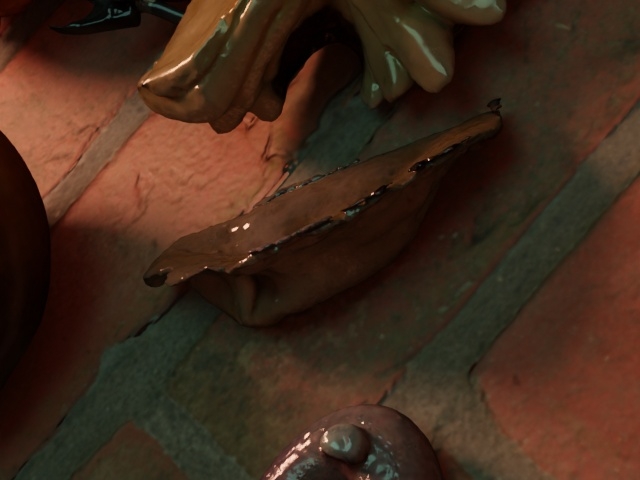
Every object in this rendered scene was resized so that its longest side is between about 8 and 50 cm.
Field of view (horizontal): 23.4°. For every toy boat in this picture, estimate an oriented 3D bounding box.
[{"bbox_3d":[-0.003,0.215,1.072,0.155,0.085,0.227,20,74,42],"label":"toy boat"}]

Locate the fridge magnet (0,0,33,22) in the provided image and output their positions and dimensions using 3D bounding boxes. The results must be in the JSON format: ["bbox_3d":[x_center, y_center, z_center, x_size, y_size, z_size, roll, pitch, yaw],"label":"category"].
[{"bbox_3d":[-0.306,-0.368,1.565,0.363,0.155,0.363,-46,25,29],"label":"fridge magnet"}]

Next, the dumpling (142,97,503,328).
[{"bbox_3d":[0.002,0.002,1.209,0.332,0.086,0.166,-26,17,18],"label":"dumpling"}]

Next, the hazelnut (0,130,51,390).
[{"bbox_3d":[-0.414,0.025,1.345,0.372,0.315,0.372,0,90,25],"label":"hazelnut"}]

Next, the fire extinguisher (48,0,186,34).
[{"bbox_3d":[-0.102,-0.339,1.486,0.200,0.113,0.376,13,69,39],"label":"fire extinguisher"}]

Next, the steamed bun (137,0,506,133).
[{"bbox_3d":[0.055,-0.249,1.300,0.428,0.189,0.247,-57,19,-12],"label":"steamed bun"}]
